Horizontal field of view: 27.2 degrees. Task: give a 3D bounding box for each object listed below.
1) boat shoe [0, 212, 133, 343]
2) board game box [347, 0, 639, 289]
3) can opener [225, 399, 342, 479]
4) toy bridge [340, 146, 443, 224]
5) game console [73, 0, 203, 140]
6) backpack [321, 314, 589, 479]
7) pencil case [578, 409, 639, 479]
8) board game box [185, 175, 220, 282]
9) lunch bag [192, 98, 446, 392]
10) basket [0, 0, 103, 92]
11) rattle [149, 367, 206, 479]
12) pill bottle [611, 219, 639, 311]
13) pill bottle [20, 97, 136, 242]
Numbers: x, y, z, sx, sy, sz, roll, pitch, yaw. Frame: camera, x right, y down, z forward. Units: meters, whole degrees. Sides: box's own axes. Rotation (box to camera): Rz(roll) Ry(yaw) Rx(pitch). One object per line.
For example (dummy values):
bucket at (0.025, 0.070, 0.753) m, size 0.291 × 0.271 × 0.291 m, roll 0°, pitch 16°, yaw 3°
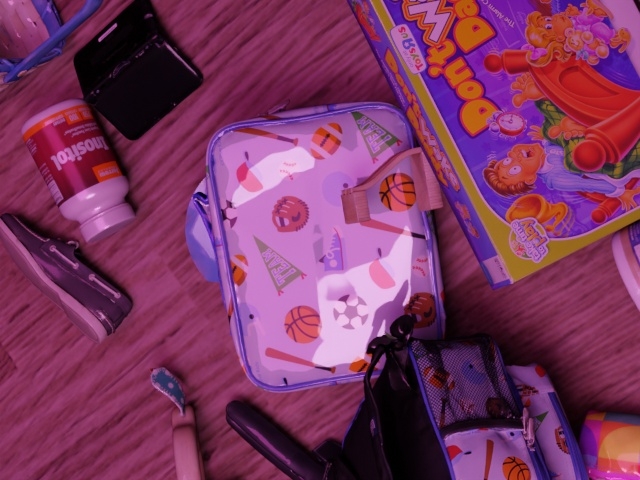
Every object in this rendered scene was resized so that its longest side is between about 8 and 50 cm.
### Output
boat shoe at (-0.305, 0.034, 1.567) m, size 0.065 × 0.075 × 0.206 m, roll -40°, pitch 72°, yaw -22°
board game box at (0.196, -0.159, 1.266) m, size 0.233 × 0.078 × 0.347 m, roll -26°, pitch 87°, yaw -9°
can opener at (-0.033, 0.243, 1.487) m, size 0.186 × 0.073 × 0.059 m, roll 31°, pitch 146°, yaw 18°
toy bridge at (0.104, -0.061, 1.299) m, size 0.026 × 0.188 × 0.063 m, roll -8°, pitch 92°, yaw 61°
game console at (-0.210, -0.196, 1.512) m, size 0.122 × 0.071 × 0.107 m, roll -37°, pitch 53°, yaw 21°
backpack at (0.133, 0.250, 1.280) m, size 0.213 × 0.263 × 0.276 m, roll 0°, pitch 141°, yaw -12°
pencil case at (0.364, 0.229, 1.301) m, size 0.236 × 0.104 × 0.104 m, roll 3°, pitch 98°, yaw 20°
board game box at (-0.063, -0.018, 1.459) m, size 0.168 × 0.033 × 0.133 m, roll 5°, pitch 103°, yaw 0°
lunch bag at (0.000, 0.000, 1.378) m, size 0.243 × 0.115 × 0.303 m, roll -9°, pitch 93°, yaw 6°
basket at (-0.383, -0.287, 1.464) m, size 0.289 × 0.201 × 0.255 m, roll -39°, pitch 82°, yaw 31°
rattle at (-0.112, 0.228, 1.503) m, size 0.143 × 0.130 × 0.200 m, roll -14°, pitch 65°, yaw 12°
pill bottle at (0.383, 0.003, 1.254) m, size 0.186 × 0.112 × 0.112 m, roll -27°, pitch 87°, yaw 22°
pill bottle at (-0.272, -0.079, 1.513) m, size 0.086 × 0.086 × 0.152 m, roll -29°, pitch 87°, yaw 22°
